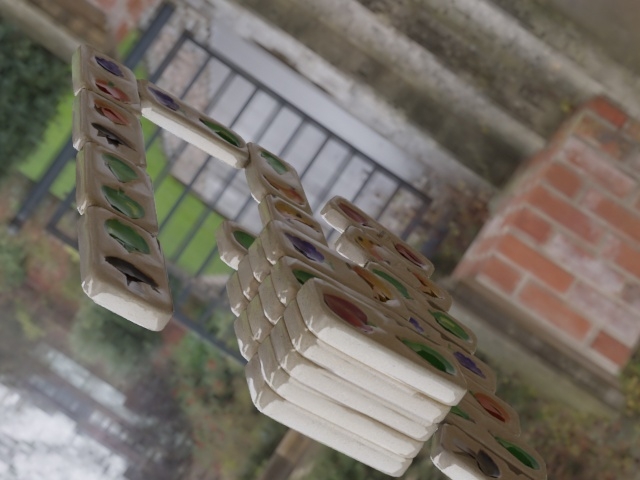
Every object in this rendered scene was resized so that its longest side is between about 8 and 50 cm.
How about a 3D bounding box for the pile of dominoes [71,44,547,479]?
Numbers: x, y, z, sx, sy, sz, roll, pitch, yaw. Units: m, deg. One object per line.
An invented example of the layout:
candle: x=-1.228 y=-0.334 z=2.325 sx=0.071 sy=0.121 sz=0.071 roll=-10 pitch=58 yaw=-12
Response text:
pile of dominoes: x=0.000 y=0.000 z=0.544 sx=0.196 sy=0.040 sz=0.251 roll=29 pitch=-163 yaw=-22
